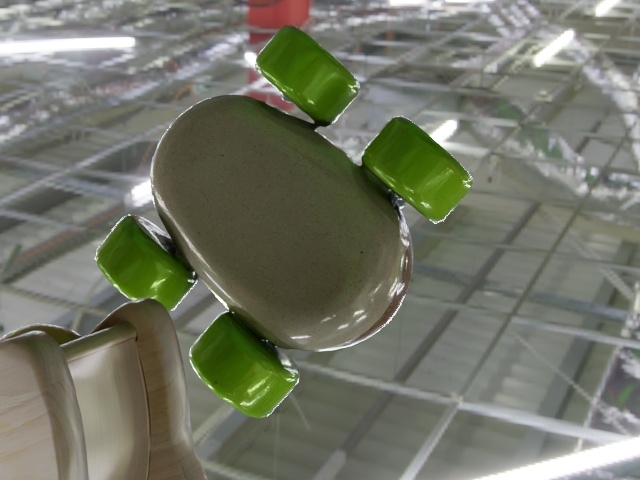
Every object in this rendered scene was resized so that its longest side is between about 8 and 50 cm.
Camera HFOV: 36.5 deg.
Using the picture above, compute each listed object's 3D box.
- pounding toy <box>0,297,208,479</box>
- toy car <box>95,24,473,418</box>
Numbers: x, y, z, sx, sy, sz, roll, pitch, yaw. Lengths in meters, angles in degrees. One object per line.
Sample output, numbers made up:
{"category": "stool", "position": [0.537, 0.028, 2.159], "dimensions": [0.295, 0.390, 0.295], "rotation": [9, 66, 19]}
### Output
{"category": "pounding toy", "position": [-0.155, 0.103, 0.410], "dimensions": [0.269, 0.154, 0.155], "rotation": [-33, 174, 24]}
{"category": "toy car", "position": [0.000, 0.000, 0.541], "dimensions": [0.149, 0.155, 0.188], "rotation": [43, -174, 20]}
